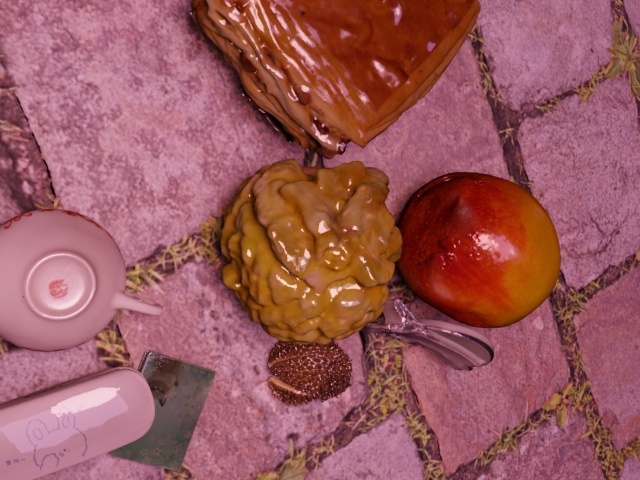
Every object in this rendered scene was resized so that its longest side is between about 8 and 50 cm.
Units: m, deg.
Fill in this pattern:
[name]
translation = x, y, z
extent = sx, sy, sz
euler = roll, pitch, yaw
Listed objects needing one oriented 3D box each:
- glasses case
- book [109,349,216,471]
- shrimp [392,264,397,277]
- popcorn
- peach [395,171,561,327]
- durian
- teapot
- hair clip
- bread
[glasses case]
translation = -0.307, 0.215, 0.816
extent = 0.234, 0.059, 0.092
euler = -15, 95, -23
[book]
translation = -0.201, 0.215, 0.902
extent = 0.103, 0.017, 0.134
euler = 25, 81, -28
[shrimp]
translation = 0.039, 0.029, 1.007
extent = 0.163, 0.045, 0.095
euler = -9, 97, -26
[popcorn]
translation = 0.000, 0.000, 0.883
extent = 0.259, 0.212, 0.258
euler = 3, 75, -10
[peach]
translation = 0.215, 0.013, 0.997
extent = 0.231, 0.231, 0.230
euler = -2, 94, -28
[durian]
translation = 0.001, 0.182, 0.982
extent = 0.140, 0.071, 0.110
euler = 20, 84, -33
[teapot]
translation = -0.289, 0.049, 0.805
extent = 0.246, 0.116, 0.159
euler = 29, 68, -33
[hair clip]
translation = 0.167, 0.147, 1.029
extent = 0.220, 0.140, 0.054
euler = 28, 64, -26
[bread]
translation = 0.022, -0.285, 0.910
extent = 0.324, 0.167, 0.277
euler = -49, 113, -17
